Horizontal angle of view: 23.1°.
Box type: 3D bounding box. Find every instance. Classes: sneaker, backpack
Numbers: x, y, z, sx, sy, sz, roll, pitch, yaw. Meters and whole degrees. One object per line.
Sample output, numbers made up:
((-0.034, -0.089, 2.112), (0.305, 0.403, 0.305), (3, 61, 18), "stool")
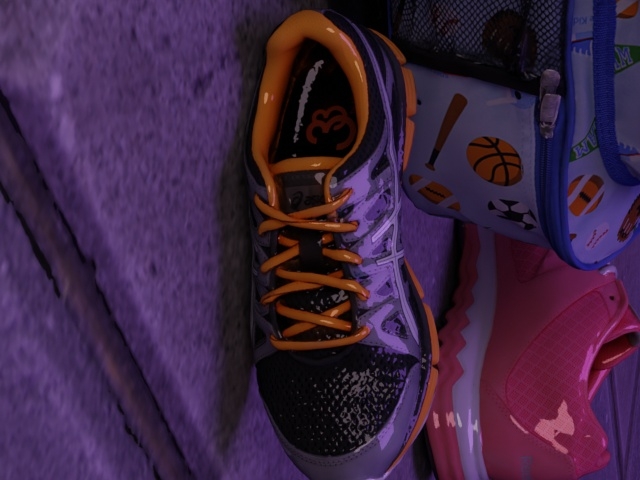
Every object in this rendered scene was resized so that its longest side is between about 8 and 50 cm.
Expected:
((0.000, 0.000, 0.675), (0.083, 0.084, 0.215), (38, 47, -69), "sneaker")
((0.143, -0.124, 0.789), (0.276, 0.213, 0.263), (-35, 143, -37), "backpack")
((0.163, 0.039, 1.103), (0.116, 0.136, 0.314), (70, 28, -54), "sneaker")
